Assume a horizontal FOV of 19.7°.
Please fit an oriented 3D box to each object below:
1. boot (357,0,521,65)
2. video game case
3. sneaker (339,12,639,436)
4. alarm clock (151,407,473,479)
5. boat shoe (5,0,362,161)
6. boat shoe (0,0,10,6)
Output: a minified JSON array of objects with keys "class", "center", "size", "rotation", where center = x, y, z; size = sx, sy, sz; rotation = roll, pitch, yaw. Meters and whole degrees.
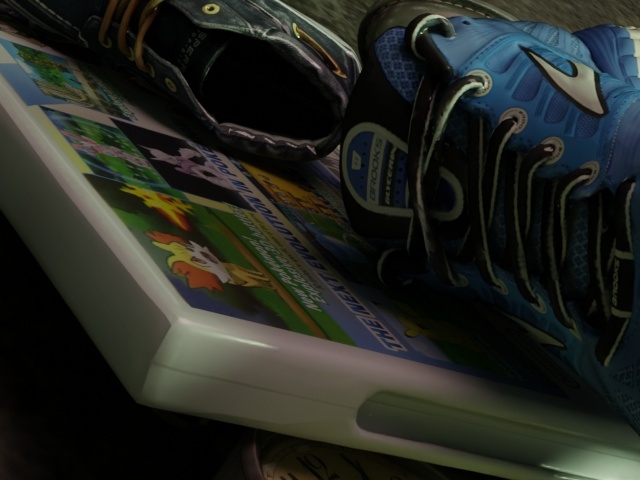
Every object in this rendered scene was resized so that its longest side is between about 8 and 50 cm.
[{"class":"boot","center":[0.110,-0.039,1.031],"size":[0.263,0.091,0.229],"rotation":[40,20,3]},{"class":"video game case","center":[0.000,0.000,0.746],"size":[0.300,0.036,0.329],"rotation":[16,18,-34]},{"class":"sneaker","center":[0.081,-0.002,0.627],"size":[0.147,0.130,0.330],"rotation":[7,16,-12]},{"class":"alarm clock","center":[0.004,0.102,0.597],"size":[0.192,0.064,0.129],"rotation":[44,21,19]},{"class":"boat shoe","center":[-0.065,-0.093,0.755],"size":[0.183,0.065,0.083],"rotation":[25,13,-4]},{"class":"boat shoe","center":[-0.128,-0.129,0.889],"size":[0.190,0.072,0.068],"rotation":[-92,165,-81]}]
